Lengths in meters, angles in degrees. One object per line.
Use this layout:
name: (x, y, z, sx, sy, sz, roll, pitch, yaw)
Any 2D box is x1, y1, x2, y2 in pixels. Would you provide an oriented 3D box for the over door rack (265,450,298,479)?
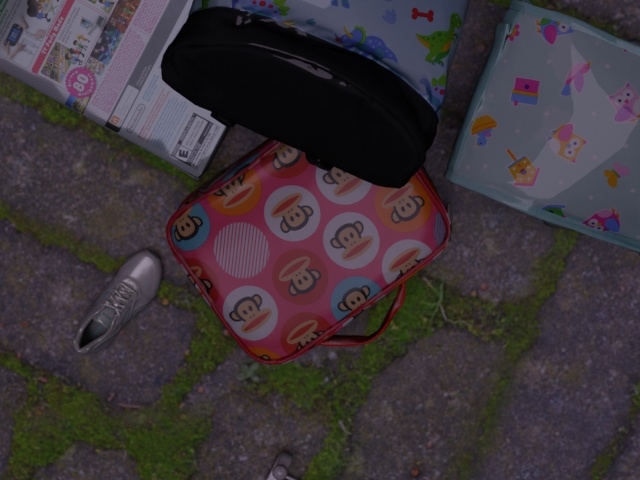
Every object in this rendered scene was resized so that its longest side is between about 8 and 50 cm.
over door rack: (-0.019, 0.450, 1.503, 0.239, 0.108, 0.324, 28, 99, -1)

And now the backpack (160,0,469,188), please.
backpack: (0.038, -0.284, 1.273, 0.290, 0.273, 0.355, 26, 58, -11)

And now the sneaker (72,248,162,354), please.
sneaker: (-0.239, 0.078, 1.476, 0.054, 0.061, 0.152, 37, 97, -2)

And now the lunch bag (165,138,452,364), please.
lunch bag: (0.000, 0.000, 1.423, 0.293, 0.120, 0.258, -34, 97, 6)

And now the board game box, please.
board game box: (-0.214, -0.240, 1.406, 0.303, 0.097, 0.224, 29, 98, -4)

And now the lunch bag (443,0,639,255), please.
lunch bag: (0.286, -0.123, 1.375, 0.262, 0.160, 0.223, 20, 100, -7)
